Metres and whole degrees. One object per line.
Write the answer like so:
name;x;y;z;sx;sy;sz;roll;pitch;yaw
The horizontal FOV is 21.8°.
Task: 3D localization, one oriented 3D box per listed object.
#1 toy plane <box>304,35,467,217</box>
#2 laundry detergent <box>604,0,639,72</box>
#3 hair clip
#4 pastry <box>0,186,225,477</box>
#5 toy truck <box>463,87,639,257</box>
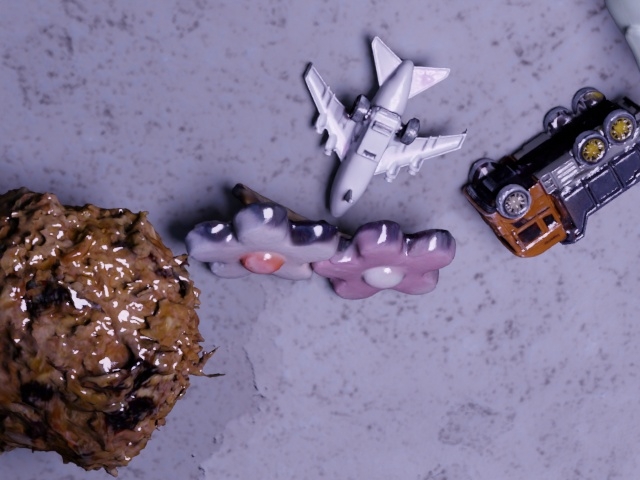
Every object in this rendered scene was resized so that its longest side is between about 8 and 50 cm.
toy plane;0.049;-0.097;1.544;0.162;0.065;0.171;23;98;-9
laundry detergent;0.378;-0.167;1.556;0.215;0.105;0.281;-38;117;-28
hair clip;0.000;0.007;1.545;0.257;0.075;0.146;15;146;-16
pastry;-0.221;0.069;1.473;0.274;0.193;0.275;13;127;18
toy truck;0.238;-0.065;1.592;0.192;0.083;0.092;-35;119;-1
